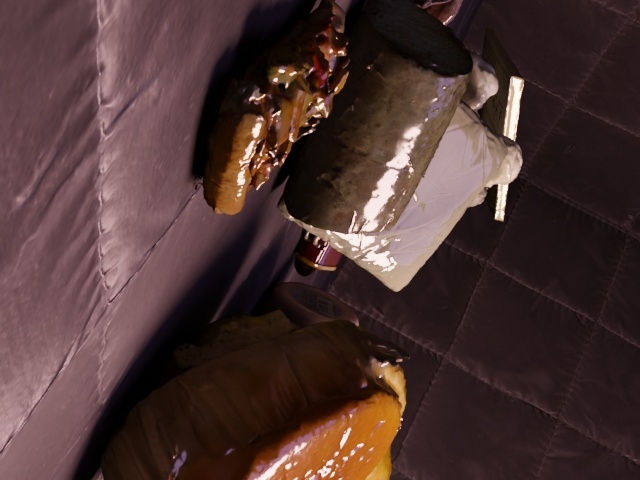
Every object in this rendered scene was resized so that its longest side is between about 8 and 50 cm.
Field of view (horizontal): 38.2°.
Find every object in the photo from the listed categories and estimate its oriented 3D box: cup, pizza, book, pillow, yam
[{"bbox_3d":[-0.055,0.197,1.627,0.253,0.191,0.200,-11,128,-64],"label":"cup"},{"bbox_3d":[-0.138,0.161,1.127,0.188,0.080,0.204,-23,152,-44],"label":"pizza"},{"bbox_3d":[-0.028,-0.107,0.747,0.147,0.069,0.226,-67,173,33],"label":"pizza"},{"bbox_3d":[0.307,-0.204,1.633,0.201,0.026,0.289,-98,-174,-54],"label":"book"},{"bbox_3d":[0.107,-0.096,1.293,0.281,0.274,0.076,-54,-143,2],"label":"pillow"},{"bbox_3d":[0.067,-0.137,1.084,0.268,0.161,0.161,-67,173,32],"label":"yam"}]

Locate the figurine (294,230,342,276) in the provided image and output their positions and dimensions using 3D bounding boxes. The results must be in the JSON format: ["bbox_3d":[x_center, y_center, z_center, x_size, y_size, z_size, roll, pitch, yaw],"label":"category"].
[{"bbox_3d":[-0.001,0.000,1.690,0.154,0.082,0.098,-62,162,13],"label":"figurine"}]

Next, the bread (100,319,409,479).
[{"bbox_3d":[-0.056,0.232,1.037,0.388,0.183,0.236,-16,148,-43],"label":"bread"}]

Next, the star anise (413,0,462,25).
[{"bbox_3d":[0.169,-0.370,1.237,0.212,0.073,0.197,95,19,-58],"label":"star anise"}]

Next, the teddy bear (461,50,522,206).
[{"bbox_3d":[0.237,-0.220,1.615,0.375,0.327,0.362,-14,-169,44],"label":"teddy bear"}]

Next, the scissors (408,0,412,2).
[{"bbox_3d":[0.091,-0.297,1.228,0.088,0.017,0.220,-65,174,26],"label":"scissors"}]

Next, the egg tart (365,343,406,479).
[{"bbox_3d":[-0.043,0.335,1.357,0.443,0.178,0.443,-21,139,-19],"label":"egg tart"}]
